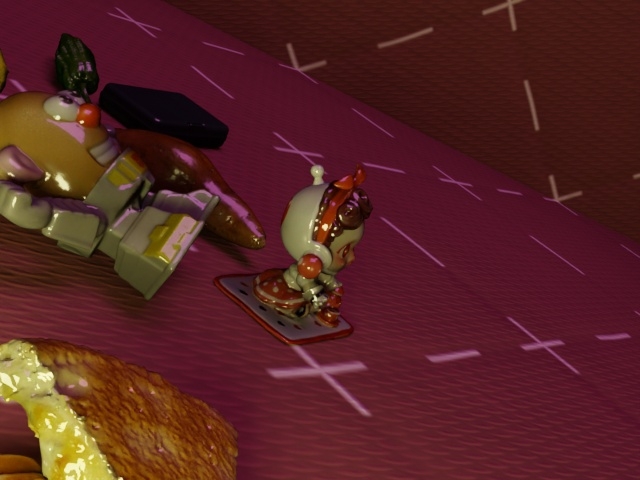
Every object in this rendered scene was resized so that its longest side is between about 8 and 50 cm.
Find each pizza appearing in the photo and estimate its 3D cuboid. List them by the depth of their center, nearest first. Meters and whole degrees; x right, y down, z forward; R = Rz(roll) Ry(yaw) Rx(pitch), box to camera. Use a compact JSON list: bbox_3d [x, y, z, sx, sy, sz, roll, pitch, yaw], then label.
[{"bbox_3d":[-0.145,0.203,0.745,0.280,0.075,0.287,37,17,-39],"label":"pizza"}]

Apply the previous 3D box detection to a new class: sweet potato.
[{"bbox_3d":[-0.223,-0.100,1.439,0.359,0.112,0.112,28,18,6],"label":"sweet potato"}]

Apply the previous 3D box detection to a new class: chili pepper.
[{"bbox_3d":[-0.452,-0.324,1.752,0.074,0.100,0.257,-3,30,-16],"label":"chili pepper"}]

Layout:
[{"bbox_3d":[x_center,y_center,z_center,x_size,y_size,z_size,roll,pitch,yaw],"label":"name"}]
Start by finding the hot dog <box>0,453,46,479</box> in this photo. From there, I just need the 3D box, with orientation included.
[{"bbox_3d":[-0.264,0.188,0.703,0.133,0.041,0.056,7,19,-37],"label":"hot dog"}]

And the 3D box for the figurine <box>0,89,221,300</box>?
[{"bbox_3d":[-0.279,-0.067,1.146,0.285,0.167,0.342,35,-4,-6],"label":"figurine"}]

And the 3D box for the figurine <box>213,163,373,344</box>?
[{"bbox_3d":[0.000,0.000,1.301,0.160,0.226,0.183,37,19,26],"label":"figurine"}]

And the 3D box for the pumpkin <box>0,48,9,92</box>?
[{"bbox_3d":[-0.549,-0.241,1.219,0.148,0.169,0.312,34,18,8],"label":"pumpkin"}]

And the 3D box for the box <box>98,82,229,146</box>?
[{"bbox_3d":[-0.293,-0.236,1.792,0.160,0.050,0.230,36,19,24],"label":"box"}]
